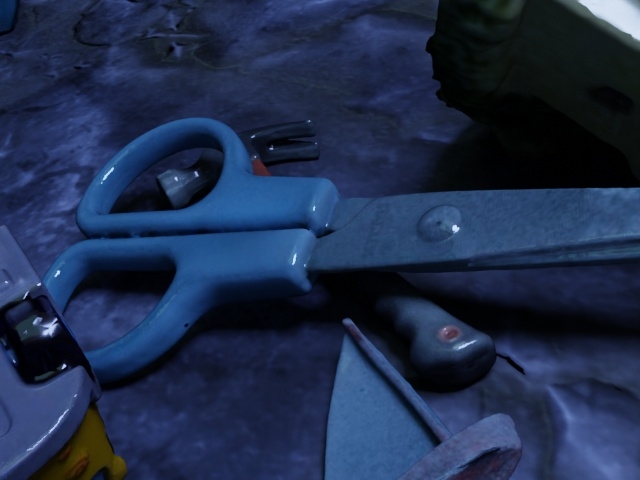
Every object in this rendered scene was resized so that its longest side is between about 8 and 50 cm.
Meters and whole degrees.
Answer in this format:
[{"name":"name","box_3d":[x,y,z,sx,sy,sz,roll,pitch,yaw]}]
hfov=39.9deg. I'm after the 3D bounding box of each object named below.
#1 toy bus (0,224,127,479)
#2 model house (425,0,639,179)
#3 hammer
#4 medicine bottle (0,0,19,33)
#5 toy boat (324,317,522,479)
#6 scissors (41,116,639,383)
[{"name":"toy bus","box_3d":[-0.179,0.073,0.423,0.126,0.136,0.209,-32,48,-18]},{"name":"model house","box_3d":[0.255,-0.134,0.476,0.266,0.261,0.321,36,78,18]},{"name":"hammer","box_3d":[0.000,-0.001,0.533,0.111,0.033,0.287,-31,40,-15]},{"name":"medicine bottle","box_3d":[-0.392,-0.327,1.025,0.079,0.124,0.258,-21,35,1]},{"name":"toy boat","box_3d":[0.027,0.089,0.413,0.096,0.034,0.122,-38,34,-5]},{"name":"scissors","box_3d":[0.027,-0.003,0.463,0.447,0.029,0.193,-2,53,31]}]
